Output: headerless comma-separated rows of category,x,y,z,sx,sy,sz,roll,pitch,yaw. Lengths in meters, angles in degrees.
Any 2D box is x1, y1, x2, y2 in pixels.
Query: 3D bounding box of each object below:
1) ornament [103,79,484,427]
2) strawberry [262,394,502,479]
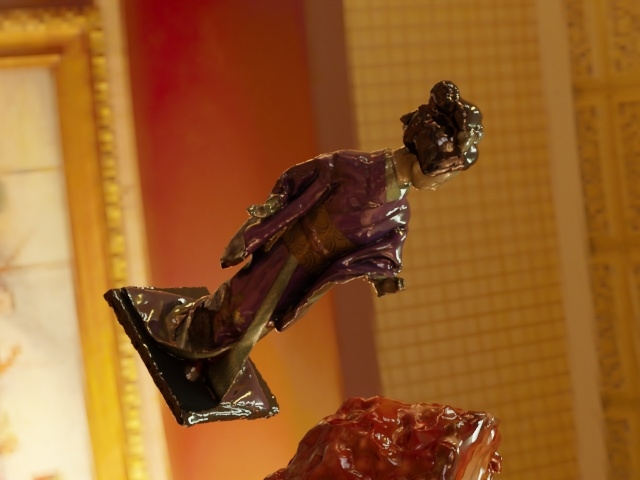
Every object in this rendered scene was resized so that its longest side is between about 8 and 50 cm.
ornament,0.002,0.009,0.857,0.203,0.088,0.081,-36,-109,26
strawberry,-0.019,0.190,0.708,0.106,0.188,0.286,17,-94,17
